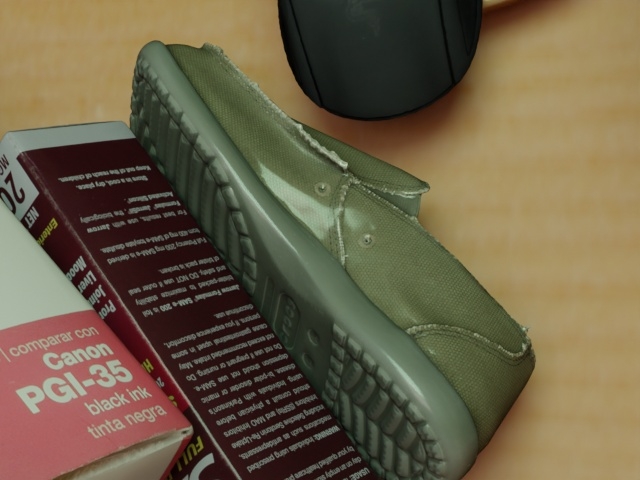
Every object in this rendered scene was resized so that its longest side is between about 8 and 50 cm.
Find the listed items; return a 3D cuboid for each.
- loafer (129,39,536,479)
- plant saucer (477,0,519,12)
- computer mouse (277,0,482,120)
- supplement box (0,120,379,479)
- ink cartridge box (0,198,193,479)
[{"bbox_3d":[0.000,0.000,0.545,0.087,0.094,0.251,-26,66,-31],"label":"loafer"},{"bbox_3d":[0.063,-0.199,0.577,0.200,0.037,0.200,-3,80,16],"label":"plant saucer"},{"bbox_3d":[-0.022,-0.183,0.546,0.184,0.060,0.262,-3,80,14],"label":"computer mouse"},{"bbox_3d":[-0.078,0.079,0.523,0.239,0.073,0.130,52,125,17],"label":"supplement box"},{"bbox_3d":[-0.213,0.054,0.501,0.283,0.117,0.207,47,125,21],"label":"ink cartridge box"}]
